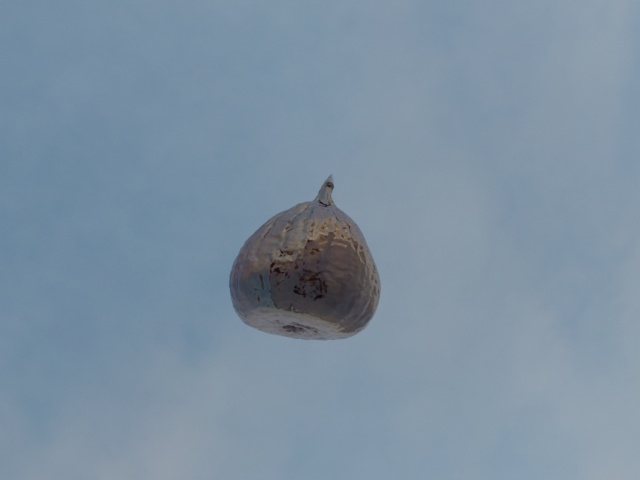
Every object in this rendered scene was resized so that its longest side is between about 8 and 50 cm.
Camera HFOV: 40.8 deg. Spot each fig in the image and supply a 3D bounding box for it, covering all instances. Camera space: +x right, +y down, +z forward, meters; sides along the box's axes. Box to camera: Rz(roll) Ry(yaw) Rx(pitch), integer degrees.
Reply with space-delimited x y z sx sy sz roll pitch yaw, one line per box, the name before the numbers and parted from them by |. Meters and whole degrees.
fig | 0.000 0.000 0.840 0.133 0.146 0.201 73 -147 -56
